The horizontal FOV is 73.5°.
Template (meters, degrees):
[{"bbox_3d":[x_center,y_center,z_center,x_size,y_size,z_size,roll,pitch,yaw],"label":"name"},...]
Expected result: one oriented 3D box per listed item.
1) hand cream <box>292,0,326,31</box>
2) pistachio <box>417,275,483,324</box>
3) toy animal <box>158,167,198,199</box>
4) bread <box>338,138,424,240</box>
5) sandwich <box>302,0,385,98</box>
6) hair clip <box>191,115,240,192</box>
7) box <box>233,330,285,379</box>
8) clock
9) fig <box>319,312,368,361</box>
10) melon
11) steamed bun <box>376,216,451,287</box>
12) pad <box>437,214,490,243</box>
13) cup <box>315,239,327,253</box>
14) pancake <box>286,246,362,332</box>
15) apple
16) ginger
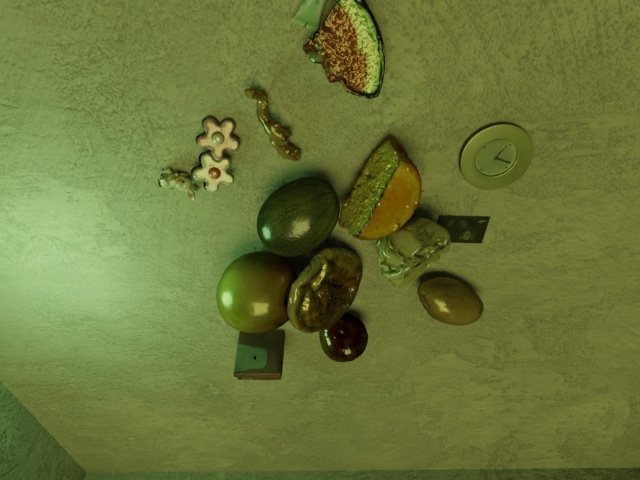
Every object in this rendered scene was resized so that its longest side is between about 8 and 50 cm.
[{"bbox_3d":[-0.002,-0.654,1.118,0.078,0.050,0.205,8,135,-26],"label":"hand cream"},{"bbox_3d":[0.522,0.246,1.738,0.292,0.162,0.182,22,90,-11],"label":"pistachio"},{"bbox_3d":[-0.489,-0.197,1.480,0.124,0.071,0.085,9,127,-5],"label":"toy animal"},{"bbox_3d":[0.219,-0.144,1.405,0.178,0.194,0.340,18,111,-28],"label":"bread"},{"bbox_3d":[0.080,-0.527,1.182,0.212,0.109,0.292,-26,121,27],"label":"sandwich"},{"bbox_3d":[-0.344,-0.281,1.415,0.146,0.075,0.257,15,123,-4],"label":"hair clip"},{"bbox_3d":[-0.273,0.523,1.953,0.215,0.215,0.086,0,141,1],"label":"box"},{"bbox_3d":[0.575,-0.274,1.410,0.234,0.029,0.235,1,126,1],"label":"clock"},{"bbox_3d":[0.096,0.457,1.924,0.216,0.217,0.321,2,151,0],"label":"fig"},{"bbox_3d":[-0.072,-0.079,1.450,0.301,0.237,0.237,-35,119,19],"label":"melon"},{"bbox_3d":[0.310,0.020,1.542,0.268,0.207,0.280,-39,159,4],"label":"steamed bun"},{"bbox_3d":[0.527,-0.041,1.608,0.190,0.004,0.127,2,128,1],"label":"pad"},{"bbox_3d":[-0.005,0.000,1.639,0.054,0.075,0.083,13,143,41],"label":"cup"},{"bbox_3d":[0.026,0.197,1.641,0.386,0.082,0.387,-27,132,-34],"label":"pancake"},{"bbox_3d":[-0.225,0.202,1.626,0.277,0.319,0.319,15,136,33],"label":"apple"},{"bbox_3d":[-0.144,-0.358,1.342,0.089,0.075,0.288,-1,137,32],"label":"ginger"}]
